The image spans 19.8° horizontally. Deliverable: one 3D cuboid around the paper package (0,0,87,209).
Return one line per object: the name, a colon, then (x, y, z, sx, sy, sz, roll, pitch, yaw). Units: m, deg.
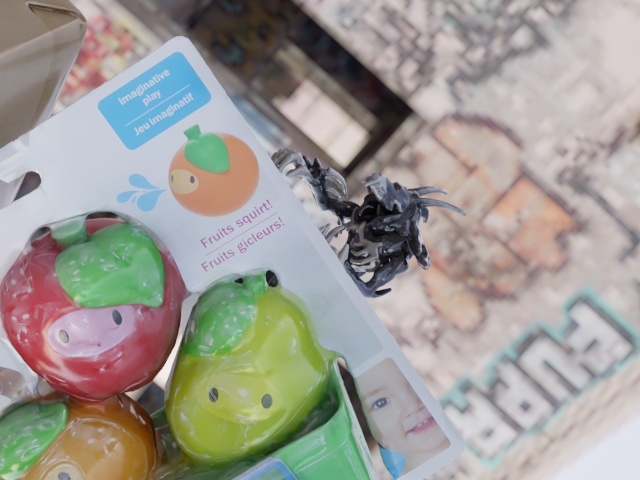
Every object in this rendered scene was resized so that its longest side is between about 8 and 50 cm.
paper package: (-0.357, -0.110, 1.272, 0.168, 0.309, 0.325, -32, 161, -45)

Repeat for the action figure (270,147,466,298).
action figure: (0.000, 0.000, 1.788, 0.275, 0.141, 0.164, -31, -138, -3)

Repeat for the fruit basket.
fruit basket: (-0.125, 0.095, 1.185, 0.327, 0.353, 0.165, -31, -152, 7)

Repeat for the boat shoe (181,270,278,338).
boat shoe: (-0.042, 0.166, 1.472, 0.119, 0.335, 0.121, 20, -144, 40)
